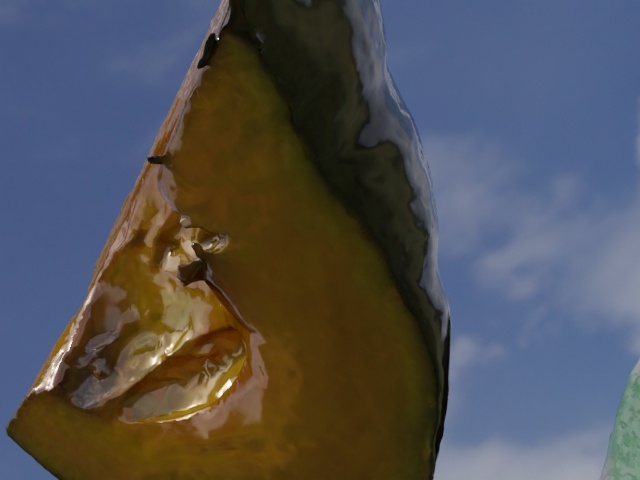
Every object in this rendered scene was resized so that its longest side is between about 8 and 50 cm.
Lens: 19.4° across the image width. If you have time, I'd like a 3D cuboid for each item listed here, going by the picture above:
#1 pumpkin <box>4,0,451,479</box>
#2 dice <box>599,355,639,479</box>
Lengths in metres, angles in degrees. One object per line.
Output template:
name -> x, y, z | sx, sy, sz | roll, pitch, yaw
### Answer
pumpkin -> 0.000, 0.000, 0.657 | 0.130, 0.149, 0.254 | -58, 0, -45
dice -> 0.413, 0.214, 1.438 | 0.318, 0.330, 0.322 | 14, -85, -24
